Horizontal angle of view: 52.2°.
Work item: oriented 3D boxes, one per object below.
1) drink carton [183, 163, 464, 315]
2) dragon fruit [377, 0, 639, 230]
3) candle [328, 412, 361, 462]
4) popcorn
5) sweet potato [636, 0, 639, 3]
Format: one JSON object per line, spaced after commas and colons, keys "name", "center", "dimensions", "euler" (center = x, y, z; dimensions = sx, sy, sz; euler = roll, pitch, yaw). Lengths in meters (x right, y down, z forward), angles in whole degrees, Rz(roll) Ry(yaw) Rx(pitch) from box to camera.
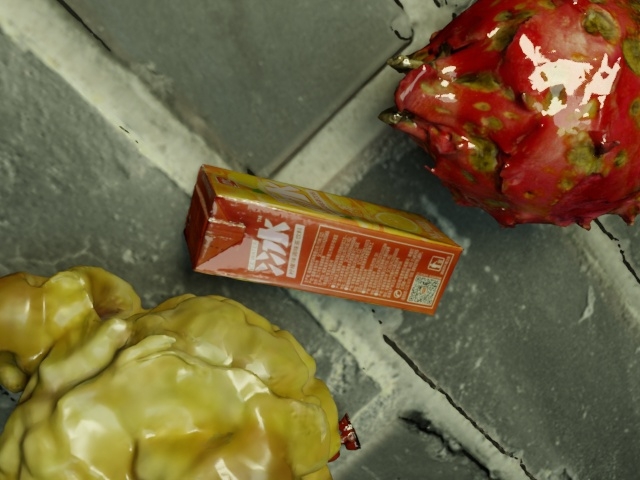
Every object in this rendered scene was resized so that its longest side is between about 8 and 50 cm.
{"name": "drink carton", "center": [0.000, 0.000, 0.572], "dimensions": [0.223, 0.096, 0.071], "euler": [13, 107, -20]}
{"name": "dragon fruit", "center": [0.167, -0.109, 0.525], "dimensions": [0.268, 0.210, 0.205], "euler": [0, 139, -20]}
{"name": "candle", "center": [-0.117, 0.249, 0.665], "dimensions": [0.329, 0.048, 0.051], "euler": [-20, 74, -8]}
{"name": "popcorn", "center": [-0.147, 0.156, 0.537], "dimensions": [0.332, 0.225, 0.265], "euler": [32, 88, -3]}
{"name": "sweet potato", "center": [0.250, -0.310, 0.537], "dimensions": [0.075, 0.075, 0.269], "euler": [-22, 119, -7]}
